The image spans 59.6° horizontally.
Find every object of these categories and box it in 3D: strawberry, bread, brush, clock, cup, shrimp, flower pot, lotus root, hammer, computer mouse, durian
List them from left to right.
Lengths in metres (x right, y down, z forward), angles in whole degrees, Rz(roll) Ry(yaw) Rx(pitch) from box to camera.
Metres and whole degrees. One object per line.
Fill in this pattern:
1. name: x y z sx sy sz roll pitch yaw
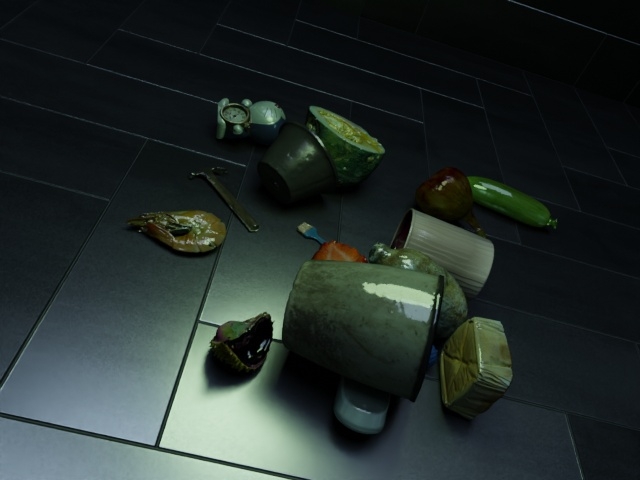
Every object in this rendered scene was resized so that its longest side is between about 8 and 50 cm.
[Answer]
1. shrimp: -0.394 -0.029 1.534 0.267 0.061 0.145 10 52 -16
2. hammer: -0.281 -0.129 1.709 0.125 0.027 0.297 -23 57 -33
3. durian: -0.193 0.245 1.317 0.108 0.118 0.187 -3 17 30
4. clock: -0.239 -0.416 1.946 0.244 0.146 0.199 2 50 -15
5. flower pot: -0.089 -0.224 1.754 0.166 0.269 0.269 -37 66 -24
6. brush: 0.000 0.000 1.699 0.164 0.014 0.051 37 45 16
7. strawberry: 0.036 0.088 1.566 0.175 0.097 0.228 -21 30 -18
8. computer mouse: 0.098 0.366 1.308 0.128 0.079 0.231 21 24 4
9. flower pot: 0.098 0.182 1.297 0.331 0.293 0.293 15 40 11
10. lotus root: 0.264 0.134 1.477 0.349 0.175 0.175 42 37 -20
11. cup: 0.340 0.050 1.680 0.273 0.288 0.208 21 78 -2
12. bread: 0.385 0.315 1.392 0.110 0.192 0.209 22 39 -11

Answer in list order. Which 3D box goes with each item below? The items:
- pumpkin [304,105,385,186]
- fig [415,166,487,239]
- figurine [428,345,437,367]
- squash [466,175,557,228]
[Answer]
1. pumpkin: 0.054 -0.299 1.910 0.264 0.196 0.293 8 34 -35
2. fig: 0.452 -0.112 1.946 0.290 0.191 0.190 58 37 -21
3. figurine: 0.231 0.302 1.430 0.149 0.087 0.086 -21 94 -37
4. squash: 0.697 -0.144 2.079 0.395 0.107 0.107 25 41 3
